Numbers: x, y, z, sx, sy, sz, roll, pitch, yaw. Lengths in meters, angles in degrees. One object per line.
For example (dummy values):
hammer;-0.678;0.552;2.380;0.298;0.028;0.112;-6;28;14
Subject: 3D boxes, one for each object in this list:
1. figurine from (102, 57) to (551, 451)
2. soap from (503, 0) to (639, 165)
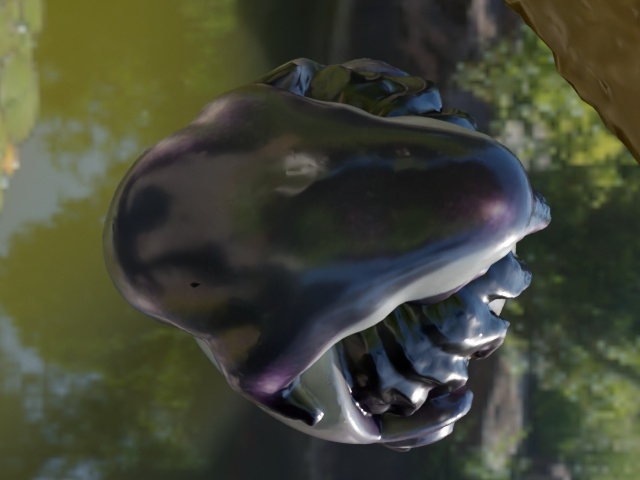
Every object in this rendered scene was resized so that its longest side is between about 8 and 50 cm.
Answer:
figurine;0.000;0.000;0.604;0.222;0.145;0.145;109;-16;-80
soap;0.204;-0.111;0.333;0.293;0.335;0.156;49;-16;13
